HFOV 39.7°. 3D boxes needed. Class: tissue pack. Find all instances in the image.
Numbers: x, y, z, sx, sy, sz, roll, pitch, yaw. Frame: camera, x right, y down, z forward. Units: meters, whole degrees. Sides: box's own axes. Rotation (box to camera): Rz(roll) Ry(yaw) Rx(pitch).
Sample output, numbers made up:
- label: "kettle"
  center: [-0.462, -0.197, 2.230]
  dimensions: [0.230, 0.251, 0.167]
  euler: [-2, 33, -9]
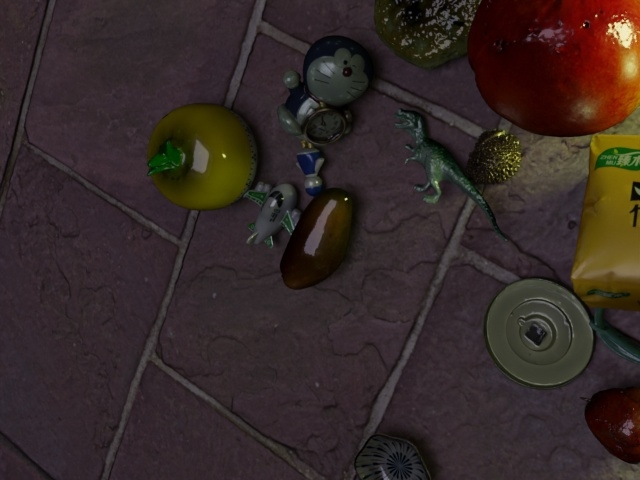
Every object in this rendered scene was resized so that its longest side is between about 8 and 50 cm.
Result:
- label: "tissue pack"
  center: [0.651, -0.020, 1.523]
  dimensions: [0.381, 0.228, 0.293]
  euler: [5, 76, 31]

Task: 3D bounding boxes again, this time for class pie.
- label: "pie"
  center: [0.239, -0.519, 1.833]
  dimensions: [0.323, 0.070, 0.323]
  euler: [4, 97, 32]

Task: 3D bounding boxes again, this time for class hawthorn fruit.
- label: "hawthorn fruit"
  center: [0.579, 0.340, 1.702]
  dimensions: [0.172, 0.148, 0.148]
  euler: [23, 108, 40]

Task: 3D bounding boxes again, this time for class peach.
- label: "peach"
  center: [0.424, -0.354, 1.574]
  dimensions: [0.370, 0.370, 0.370]
  euler: [4, 99, 31]

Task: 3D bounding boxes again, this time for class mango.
- label: "mango"
  center: [0.000, 0.000, 2.019]
  dimensions: [0.133, 0.111, 0.268]
  euler: [36, 110, 24]

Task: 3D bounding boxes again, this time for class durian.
- label: "durian"
  center: [0.341, -0.162, 1.818]
  dimensions: [0.140, 0.071, 0.110]
  euler: [-45, 73, 33]

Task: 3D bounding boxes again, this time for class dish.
- label: "dish"
  center: [0.173, 0.519, 2.011]
  dimensions: [0.190, 0.066, 0.191]
  euler: [6, 102, 29]

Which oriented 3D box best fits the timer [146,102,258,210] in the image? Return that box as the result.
- label: "timer"
  center: [-0.306, -0.195, 2.087]
  dimensions: [0.285, 0.285, 0.285]
  euler: [4, 99, 31]

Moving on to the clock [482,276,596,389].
- label: "clock"
  center: [0.447, 0.192, 1.822]
  dimensions: [0.235, 0.029, 0.235]
  euler: [5, 99, 31]

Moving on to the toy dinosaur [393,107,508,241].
- label: "toy dinosaur"
  center: [0.255, -0.112, 1.869]
  dimensions: [0.383, 0.076, 0.129]
  euler: [54, 131, 19]

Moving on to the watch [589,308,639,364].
- label: "watch"
  center: [0.637, 0.147, 1.685]
  dimensions: [0.237, 0.068, 0.195]
  euler: [8, 103, 26]

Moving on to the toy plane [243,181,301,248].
- label: "toy plane"
  center: [-0.114, -0.062, 2.100]
  dimensions: [0.174, 0.080, 0.174]
  euler: [3, 96, 30]

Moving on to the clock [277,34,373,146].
- label: "clock"
  center: [0.010, -0.336, 1.943]
  dimensions: [0.243, 0.199, 0.147]
  euler: [-53, 32, 28]

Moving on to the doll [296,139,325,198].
- label: "doll"
  center: [-0.021, -0.163, 2.043]
  dimensions: [0.098, 0.057, 0.143]
  euler: [-6, 94, 53]
